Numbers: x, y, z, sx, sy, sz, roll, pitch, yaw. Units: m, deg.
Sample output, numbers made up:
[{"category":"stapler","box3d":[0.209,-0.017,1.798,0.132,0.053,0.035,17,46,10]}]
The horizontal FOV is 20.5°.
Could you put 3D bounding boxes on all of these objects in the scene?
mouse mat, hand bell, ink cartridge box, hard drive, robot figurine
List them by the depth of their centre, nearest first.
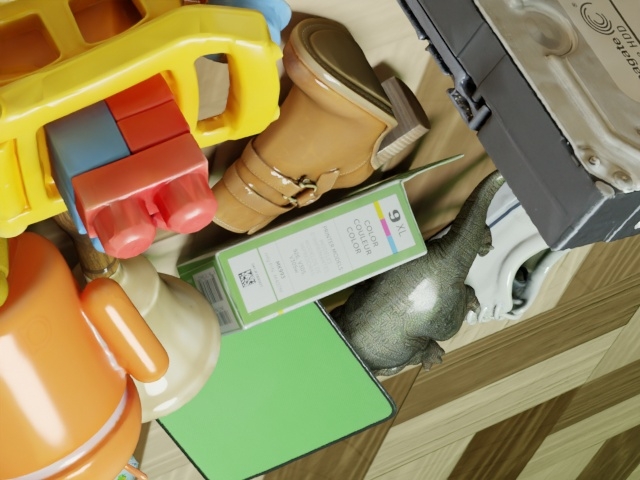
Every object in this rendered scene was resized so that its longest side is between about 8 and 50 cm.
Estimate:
[{"category":"robot figurine","box3d":[-0.194,0.083,1.110,0.158,0.128,0.219,-39,123,-21]},{"category":"hard drive","box3d":[0.214,-0.126,1.115,0.339,0.237,0.064,-11,151,-38]},{"category":"hand bell","box3d":[-0.146,0.010,1.161,0.126,0.126,0.242,-26,147,-10]},{"category":"ink cartridge box","box3d":[0.009,0.005,1.317,0.209,0.062,0.109,-23,-179,-20]},{"category":"mouse mat","box3d":[-0.052,0.120,1.429,0.189,0.153,0.007,-26,-156,25]}]

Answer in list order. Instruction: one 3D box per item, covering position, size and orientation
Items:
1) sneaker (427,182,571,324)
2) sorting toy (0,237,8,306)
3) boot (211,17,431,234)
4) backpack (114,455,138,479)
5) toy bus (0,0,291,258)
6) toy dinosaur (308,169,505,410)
[{"category":"sneaker","box3d":[0.137,0.036,1.557,0.094,0.091,0.258,-1,144,-51]},{"category":"sorting toy","box3d":[-0.297,0.004,0.895,0.365,0.126,0.127,-11,151,-41]},{"category":"boot","box3d":[-0.020,-0.064,1.175,0.152,0.073,0.197,-31,156,13]},{"category":"backpack","box3d":[-0.205,0.182,1.451,0.105,0.084,0.114,-20,159,-19]},{"category":"toy bus","box3d":[-0.088,-0.094,0.836,0.220,0.211,0.149,-26,156,-15]},{"category":"toy dinosaur","box3d":[0.070,0.055,1.455,0.313,0.121,0.160,-31,178,27]}]
